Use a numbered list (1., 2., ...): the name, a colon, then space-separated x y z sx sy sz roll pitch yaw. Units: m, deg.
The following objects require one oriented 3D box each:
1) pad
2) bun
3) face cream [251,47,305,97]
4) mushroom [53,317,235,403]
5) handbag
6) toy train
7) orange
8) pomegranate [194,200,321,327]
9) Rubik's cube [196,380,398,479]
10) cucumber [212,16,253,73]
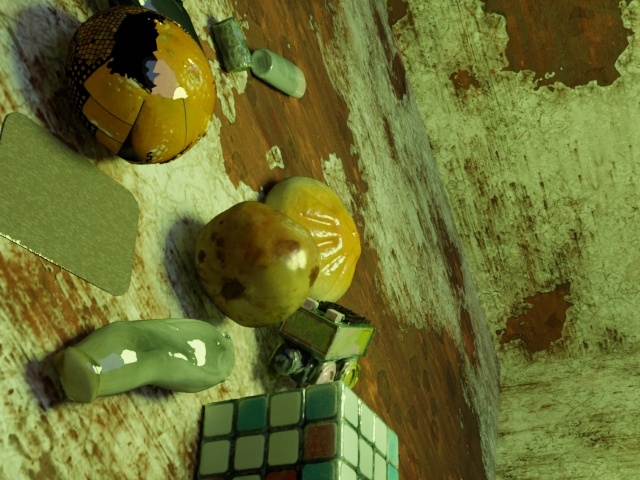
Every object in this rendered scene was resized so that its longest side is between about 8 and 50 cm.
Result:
1. pad: -0.338 -0.042 0.969 0.266 0.002 0.176 44 39 -53
2. bun: 0.000 0.000 1.546 0.299 0.165 0.298 -11 90 -67
3. face cream: -0.097 -0.393 1.669 0.198 0.057 0.084 7 71 -69
4. mushroom: -0.232 0.165 1.002 0.351 0.097 0.109 14 63 -61
5. handbag: -0.275 -0.390 1.168 0.254 0.089 0.211 54 12 -44
6. toy train: 0.006 0.216 1.410 0.177 0.134 0.261 -66 156 3
7. orange: -0.257 -0.222 1.031 0.234 0.182 0.234 -8 90 -73
8. pomegranate: -0.103 0.035 1.216 0.215 0.215 0.215 -13 90 -68
9. Rubik's cube: -0.030 0.400 1.139 0.259 0.253 0.256 52 33 -49
10. cucumber: -0.179 -0.403 1.463 0.064 0.064 0.111 -42 116 -65
